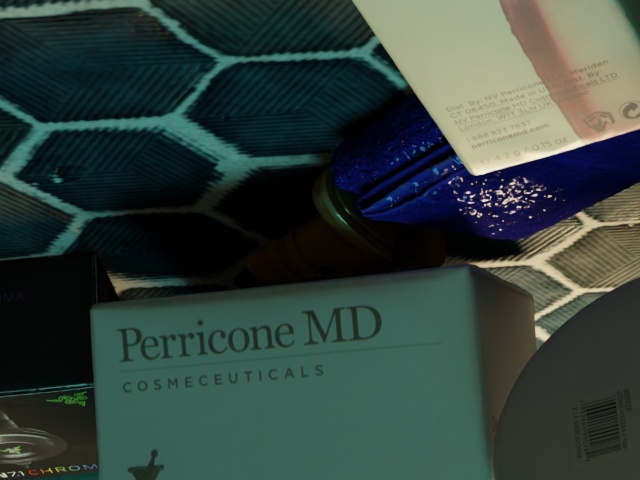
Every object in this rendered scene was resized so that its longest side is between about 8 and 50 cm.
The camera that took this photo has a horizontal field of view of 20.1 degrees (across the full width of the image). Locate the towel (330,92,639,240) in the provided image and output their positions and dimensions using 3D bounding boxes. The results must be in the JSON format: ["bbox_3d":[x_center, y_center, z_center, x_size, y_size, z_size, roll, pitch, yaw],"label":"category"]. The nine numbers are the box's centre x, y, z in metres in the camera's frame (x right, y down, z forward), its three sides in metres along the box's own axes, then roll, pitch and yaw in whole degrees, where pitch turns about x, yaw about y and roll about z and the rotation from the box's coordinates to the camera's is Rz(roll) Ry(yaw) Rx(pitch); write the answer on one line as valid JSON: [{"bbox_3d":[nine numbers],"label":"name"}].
[{"bbox_3d":[0.182,-0.077,1.358,0.227,0.076,0.308,14,152,-36],"label":"towel"}]

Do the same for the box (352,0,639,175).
[{"bbox_3d":[0.090,-0.169,0.949,0.127,0.149,0.232,-15,140,22],"label":"box"}]

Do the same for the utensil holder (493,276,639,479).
[{"bbox_3d":[0.352,0.249,1.428,0.327,0.328,0.385,-14,131,24],"label":"utensil holder"}]

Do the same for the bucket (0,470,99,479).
[{"bbox_3d":[-0.276,0.283,1.925,0.183,0.281,0.281,-11,157,6],"label":"bucket"}]

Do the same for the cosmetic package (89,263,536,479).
[{"bbox_3d":[0.017,0.239,1.556,0.329,0.394,0.327,-6,174,15],"label":"cosmetic package"}]

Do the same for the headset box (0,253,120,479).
[{"bbox_3d":[-0.303,0.125,1.698,0.246,0.131,0.283,-5,157,2],"label":"headset box"}]

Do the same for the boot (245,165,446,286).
[{"bbox_3d":[0.000,0.000,1.527,0.152,0.073,0.197,-11,155,27],"label":"boot"}]
